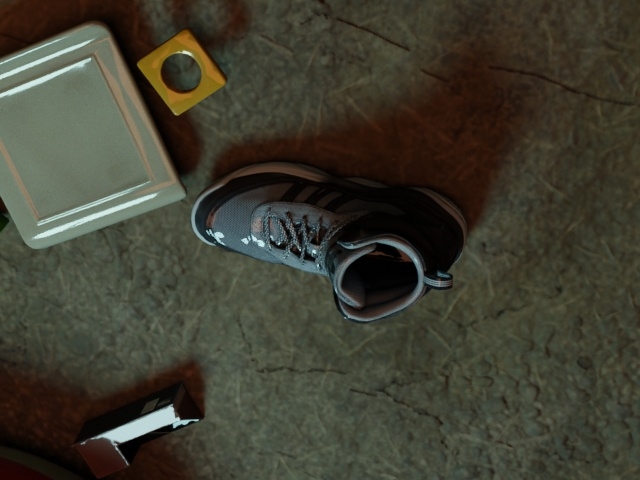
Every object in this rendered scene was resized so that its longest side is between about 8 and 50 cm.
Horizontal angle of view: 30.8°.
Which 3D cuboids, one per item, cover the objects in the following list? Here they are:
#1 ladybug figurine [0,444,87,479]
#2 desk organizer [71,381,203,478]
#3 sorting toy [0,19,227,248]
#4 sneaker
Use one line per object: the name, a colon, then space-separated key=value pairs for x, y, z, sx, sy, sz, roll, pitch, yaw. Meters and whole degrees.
ladybug figurine: x=-0.377 y=0.374 z=1.238 sx=0.449 sy=0.162 sz=0.305 roll=12 pitch=85 yaw=0
desk organizer: x=-0.195 y=0.205 z=1.250 sx=0.130 sy=0.047 sz=0.050 roll=-24 pitch=109 yaw=17
sorting toy: x=-0.243 y=-0.103 z=1.134 sx=0.347 sy=0.047 sz=0.196 roll=-18 pitch=112 yaw=16
sneaker: x=0.000 y=0.000 z=1.078 sx=0.268 sy=0.153 sz=0.101 roll=6 pitch=112 yaw=6
